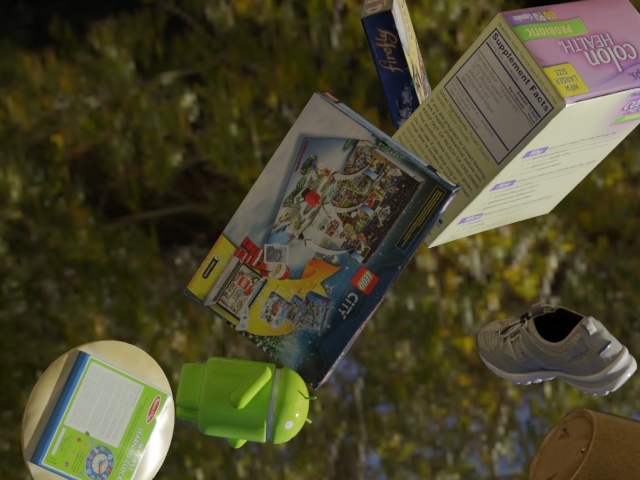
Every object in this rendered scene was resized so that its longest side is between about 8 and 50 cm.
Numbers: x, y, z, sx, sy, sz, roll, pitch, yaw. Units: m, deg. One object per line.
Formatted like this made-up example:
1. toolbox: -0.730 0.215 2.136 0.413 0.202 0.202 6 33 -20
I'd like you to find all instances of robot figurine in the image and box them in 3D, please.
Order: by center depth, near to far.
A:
1. robot figurine: -0.062 0.134 1.390 0.115 0.101 0.067 8 -122 0

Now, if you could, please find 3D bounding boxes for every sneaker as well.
1. sneaker: 0.305 0.125 2.230 0.105 0.115 0.281 -41 -158 -26

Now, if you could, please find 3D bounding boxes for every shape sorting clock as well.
1. shape sorting clock: -0.263 0.220 1.971 0.206 0.206 0.040 -22 -164 -31

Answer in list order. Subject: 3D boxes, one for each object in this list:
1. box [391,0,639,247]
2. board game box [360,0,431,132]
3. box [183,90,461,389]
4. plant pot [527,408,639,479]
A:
1. box: 0.211 -0.124 1.709 0.213 0.117 0.243 -15 156 -44
2. board game box: 0.109 -0.197 2.108 0.042 0.243 0.165 -14 -159 11
3. box: 0.000 0.000 1.555 0.159 0.233 0.044 36 -166 7
4. plant pot: 0.371 0.307 1.897 0.237 0.254 0.237 -50 -162 23
